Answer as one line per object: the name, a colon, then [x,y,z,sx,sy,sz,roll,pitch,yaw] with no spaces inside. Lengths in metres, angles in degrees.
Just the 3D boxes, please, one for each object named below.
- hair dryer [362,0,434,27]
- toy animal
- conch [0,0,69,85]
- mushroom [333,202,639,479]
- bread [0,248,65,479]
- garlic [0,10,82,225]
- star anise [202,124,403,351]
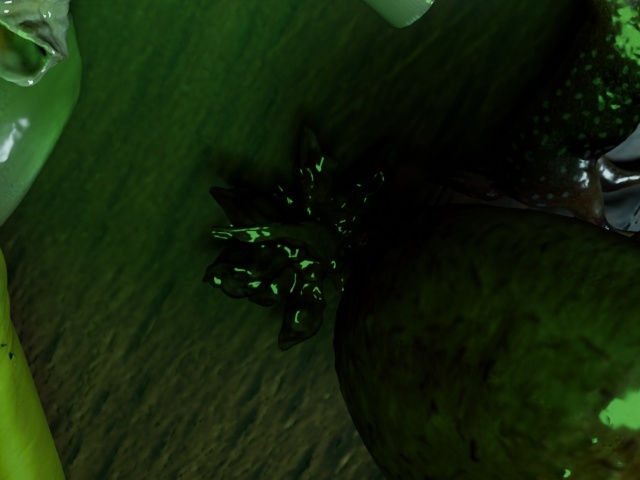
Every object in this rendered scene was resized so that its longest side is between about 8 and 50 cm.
hair dryer: [0.051,-0.245,0.979,0.220,0.053,0.195,-37,120,27]
toy animal: [0.170,-0.110,1.086,0.260,0.087,0.243,19,113,-23]
conch: [-0.146,-0.193,0.893,0.163,0.245,0.178,-18,145,39]
mushroom: [0.192,0.042,1.015,0.334,0.331,0.356,27,105,3]
bread: [-0.252,0.092,1.037,0.166,0.112,0.383,-21,151,-12]
garlic: [-0.269,-0.026,1.053,0.143,0.112,0.318,31,121,-28]
star anise: [-0.001,0.000,1.136,0.168,0.057,0.168,-10,127,-14]
